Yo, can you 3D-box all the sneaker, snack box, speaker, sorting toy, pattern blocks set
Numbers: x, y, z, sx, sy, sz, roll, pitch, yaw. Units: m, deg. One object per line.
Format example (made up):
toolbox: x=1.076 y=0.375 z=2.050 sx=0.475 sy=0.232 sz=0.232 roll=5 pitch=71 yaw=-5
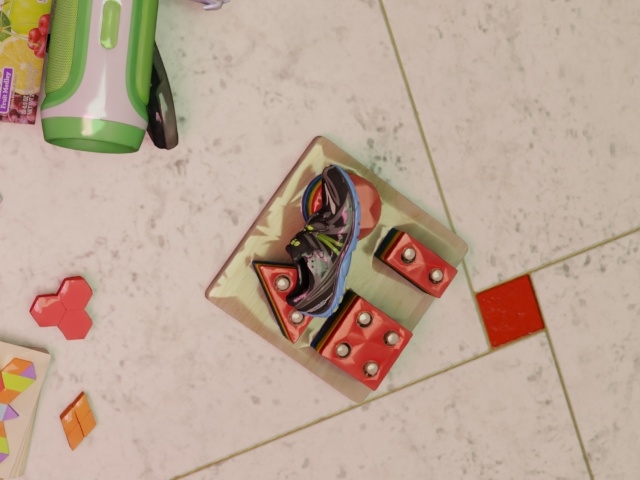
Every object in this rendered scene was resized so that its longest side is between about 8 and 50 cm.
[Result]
sneaker: x=-0.255 y=-0.204 z=1.796 sx=0.130 sy=0.087 sz=0.227 roll=-23 pitch=98 yaw=-9
snack box: x=-0.426 y=-0.231 z=1.718 sx=0.207 sy=0.070 sz=0.174 roll=3 pitch=115 yaw=-21
speaker: x=-0.246 y=-0.253 z=1.689 sx=0.131 sy=0.131 sz=0.296 roll=6 pitch=85 yaw=-15
sorting toy: x=0.032 y=0.043 z=1.893 sx=0.255 sy=0.089 sz=0.257 roll=36 pitch=87 yaw=-15
pattern blocks set: x=-0.413 y=0.201 z=1.808 sx=0.285 sy=0.026 sz=0.325 roll=1 pitch=102 yaw=-22
sneaker: x=0.000 y=0.000 z=1.799 sx=0.078 sy=0.067 sz=0.188 roll=9 pitch=96 yaw=-20

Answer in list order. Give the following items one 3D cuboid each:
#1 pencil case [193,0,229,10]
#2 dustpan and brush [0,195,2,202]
pencil case: x=-0.120 y=-0.419 z=1.790 sx=0.124 sy=0.113 sz=0.273 roll=24 pitch=90 yaw=-15
dustpan and brush: x=-0.474 y=-0.082 z=1.754 sx=0.211 sy=0.060 sz=0.147 roll=32 pitch=126 yaw=-24
